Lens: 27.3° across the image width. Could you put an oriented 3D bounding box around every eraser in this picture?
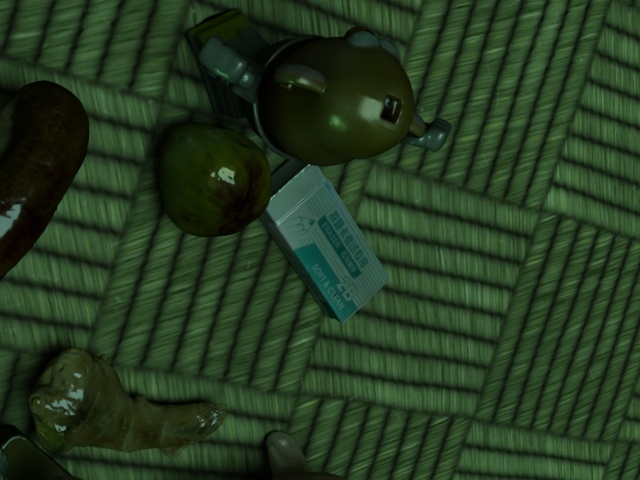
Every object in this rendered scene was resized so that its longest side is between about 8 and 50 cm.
[{"bbox_3d":[0.000,0.000,1.734,0.095,0.052,0.225,-42,123,-14],"label":"eraser"}]

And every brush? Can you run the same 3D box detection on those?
[{"bbox_3d":[-0.352,0.322,1.596,0.123,0.059,0.197,-46,123,-9],"label":"brush"}]

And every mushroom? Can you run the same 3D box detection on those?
[{"bbox_3d":[-0.373,-0.053,1.350,0.254,0.267,0.267,8,100,-35],"label":"mushroom"}]

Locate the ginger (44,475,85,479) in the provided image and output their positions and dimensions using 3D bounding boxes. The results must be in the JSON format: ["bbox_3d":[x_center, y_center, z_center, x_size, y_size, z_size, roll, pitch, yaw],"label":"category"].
[{"bbox_3d":[-0.303,0.404,1.526,0.126,0.190,0.354,-33,141,-48],"label":"ginger"}]

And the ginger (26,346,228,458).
[{"bbox_3d":[-0.239,0.206,1.627,0.294,0.086,0.131,14,87,-44],"label":"ginger"}]

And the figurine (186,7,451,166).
[{"bbox_3d":[-0.004,-0.172,1.534,0.342,0.285,0.167,-9,111,-30],"label":"figurine"}]

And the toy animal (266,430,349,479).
[{"bbox_3d":[-0.082,0.406,1.715,0.326,0.269,0.237,2,105,-1],"label":"toy animal"}]

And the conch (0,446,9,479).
[{"bbox_3d":[-0.443,0.265,1.358,0.215,0.319,0.303,0,124,-33],"label":"conch"}]

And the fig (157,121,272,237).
[{"bbox_3d":[-0.127,-0.071,1.582,0.136,0.121,0.153,-30,127,-16],"label":"fig"}]
